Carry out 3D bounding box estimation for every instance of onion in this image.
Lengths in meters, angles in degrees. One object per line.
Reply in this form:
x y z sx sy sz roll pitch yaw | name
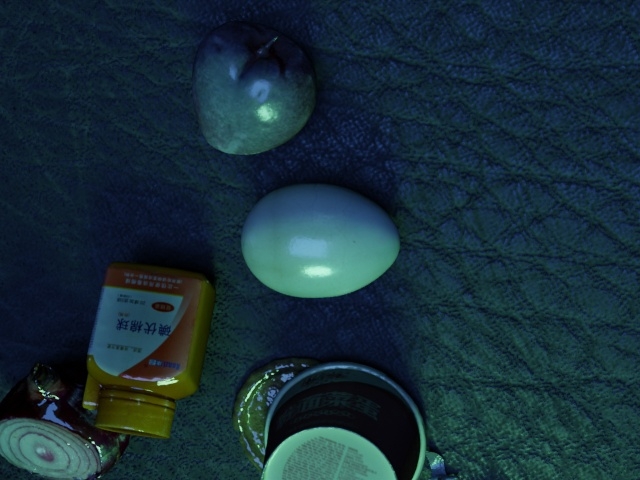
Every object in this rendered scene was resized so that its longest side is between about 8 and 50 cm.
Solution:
-0.367 0.233 1.416 0.195 0.140 0.218 12 134 19 | onion

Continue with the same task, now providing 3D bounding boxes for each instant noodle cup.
0.024 0.298 1.334 0.234 0.178 0.235 1 101 7 | instant noodle cup

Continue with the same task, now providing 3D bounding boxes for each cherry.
-0.085 -0.193 1.295 0.176 0.140 0.176 15 126 21 | cherry

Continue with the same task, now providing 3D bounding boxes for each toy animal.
0.171 0.337 1.413 0.050 0.028 0.084 2 104 20 | toy animal

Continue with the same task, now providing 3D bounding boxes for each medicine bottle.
-0.234 0.151 1.366 0.149 0.112 0.222 8 74 5 | medicine bottle

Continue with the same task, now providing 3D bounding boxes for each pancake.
-0.037 0.261 1.443 0.199 0.021 0.199 2 102 11 | pancake

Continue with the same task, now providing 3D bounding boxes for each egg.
0.000 0.000 1.313 0.209 0.151 0.151 1 102 3 | egg
